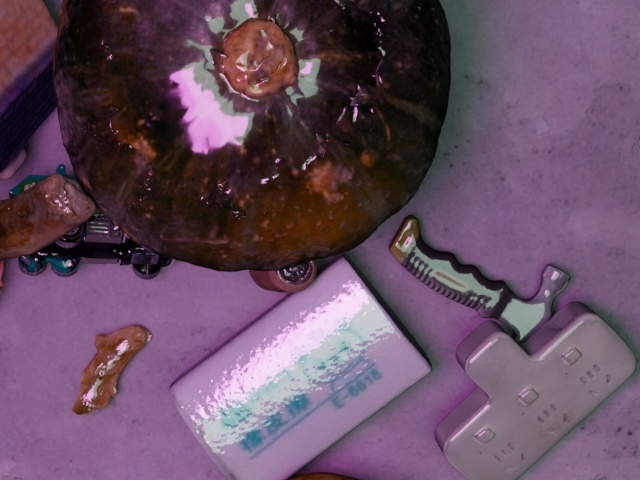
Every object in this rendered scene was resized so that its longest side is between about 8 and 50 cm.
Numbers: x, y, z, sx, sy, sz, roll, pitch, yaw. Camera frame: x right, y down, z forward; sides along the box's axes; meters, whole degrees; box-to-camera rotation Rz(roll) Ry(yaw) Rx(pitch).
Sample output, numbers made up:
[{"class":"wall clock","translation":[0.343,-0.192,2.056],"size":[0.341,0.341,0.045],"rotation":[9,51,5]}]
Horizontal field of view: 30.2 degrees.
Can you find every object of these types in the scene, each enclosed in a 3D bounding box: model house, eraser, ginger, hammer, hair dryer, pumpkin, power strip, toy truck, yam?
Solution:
[{"class":"model house","translation":[-0.469,-0.202,1.414],"size":[0.312,0.245,0.280],"rotation":[-7,127,27]},{"class":"eraser","translation":[-0.027,0.175,1.505],"size":[0.290,0.104,0.189],"rotation":[-38,92,4]},{"class":"ginger","translation":[-0.276,0.164,1.535],"size":[0.057,0.044,0.137],"rotation":[33,90,26]},{"class":"hammer","translation":[0.188,0.056,1.519],"size":[0.226,0.041,0.159],"rotation":[32,95,-5]},{"class":"hair dryer","translation":[0.000,0.000,1.491],"size":[0.182,0.117,0.064],"rotation":[-35,99,-16]},{"class":"pumpkin","translation":[-0.076,-0.183,1.325],"size":[0.454,0.344,0.454],"rotation":[0,85,0]},{"class":"power strip","translation":[0.251,0.182,1.495],"size":[0.265,0.059,0.193],"rotation":[-44,117,6]},{"class":"toy truck","translation":[-0.285,-0.027,1.461],"size":[0.216,0.110,0.116],"rotation":[3,63,-13]},{"class":"yam","translation":[-0.371,-0.005,1.338],"size":[0.317,0.067,0.071],"rotation":[-19,141,38]}]

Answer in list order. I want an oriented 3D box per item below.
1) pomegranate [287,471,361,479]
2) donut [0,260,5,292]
[{"class":"pomegranate","translation":[0.006,0.426,1.456],"size":[0.281,0.281,0.281],"rotation":[0,97,0]},{"class":"donut","translation":[-0.513,0.038,1.496],"size":[0.233,0.085,0.199],"rotation":[17,96,-2]}]
